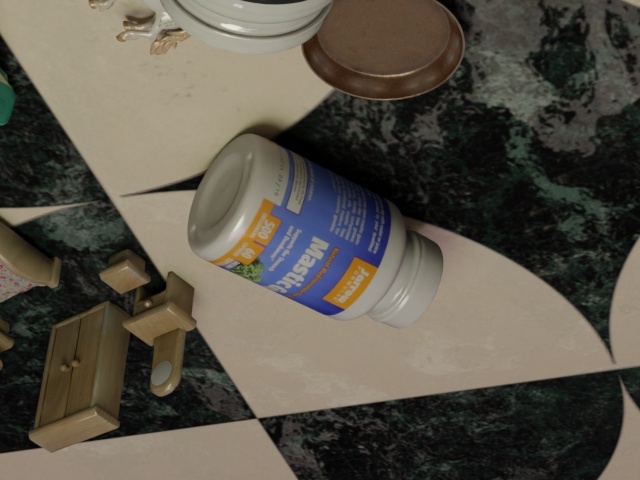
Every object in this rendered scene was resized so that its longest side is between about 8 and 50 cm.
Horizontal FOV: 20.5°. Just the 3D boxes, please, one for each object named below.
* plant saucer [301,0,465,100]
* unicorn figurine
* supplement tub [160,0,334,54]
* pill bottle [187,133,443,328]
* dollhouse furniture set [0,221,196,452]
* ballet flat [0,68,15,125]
[{"bbox_3d":[0.064,-0.209,1.820,0.168,0.029,0.168,2,142,1],"label":"plant saucer"},{"bbox_3d":[-0.175,-0.250,1.773,0.111,0.060,0.162,-17,154,24],"label":"unicorn figurine"},{"bbox_3d":[-0.047,-0.315,1.558,0.191,0.191,0.272,9,142,-7],"label":"supplement tub"},{"bbox_3d":[0.000,0.000,1.998,0.272,0.152,0.152,26,137,-25],"label":"pill bottle"},{"bbox_3d":[-0.377,0.086,2.124,0.303,0.173,0.355,-23,136,30],"label":"dollhouse furniture set"},{"bbox_3d":[-0.381,-0.174,1.817,0.077,0.091,0.241,18,164,10],"label":"ballet flat"}]
